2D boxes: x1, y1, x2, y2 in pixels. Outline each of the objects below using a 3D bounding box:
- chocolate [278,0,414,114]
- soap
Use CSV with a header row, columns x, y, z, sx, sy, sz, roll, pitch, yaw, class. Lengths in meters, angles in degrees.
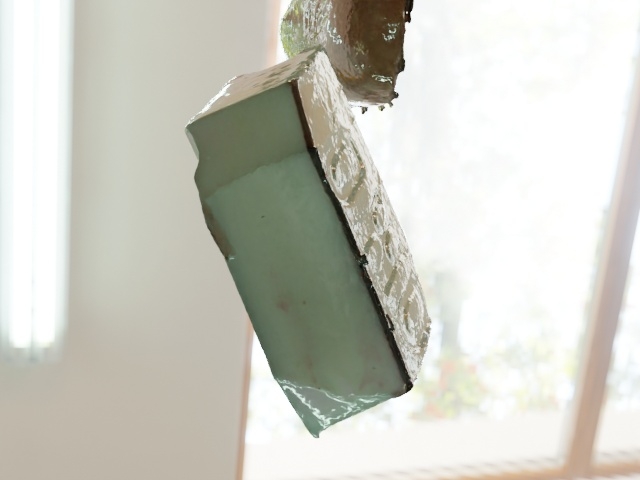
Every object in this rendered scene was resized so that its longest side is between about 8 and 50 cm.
x,y,z,sx,sy,sz,roll,pitch,yaw,class
0.014,-0.186,1.452,0.083,0.161,0.261,4,179,-10,chocolate
0.000,0.000,1.198,0.091,0.230,0.145,-20,-165,20,soap
